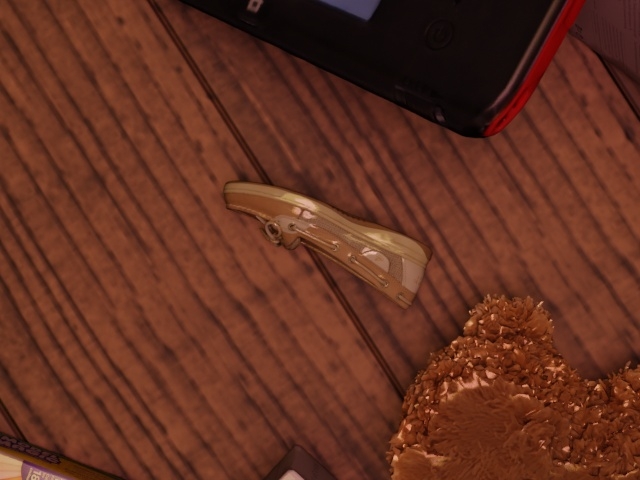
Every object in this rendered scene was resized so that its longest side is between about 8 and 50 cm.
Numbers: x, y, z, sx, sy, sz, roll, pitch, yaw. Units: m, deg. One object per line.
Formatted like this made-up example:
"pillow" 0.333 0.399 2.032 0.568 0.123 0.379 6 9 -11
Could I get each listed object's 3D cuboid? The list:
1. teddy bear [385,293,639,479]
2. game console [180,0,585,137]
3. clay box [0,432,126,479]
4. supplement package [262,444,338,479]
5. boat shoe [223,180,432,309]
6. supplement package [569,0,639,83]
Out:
"teddy bear" 0.199 0.180 0.821 0.337 0.113 0.245 16 98 -6
"game console" 0.041 -0.276 0.735 0.386 0.060 0.342 31 90 37
"clay box" -0.231 0.205 0.845 0.222 0.053 0.128 21 91 0
"supplement package" -0.041 0.244 0.816 0.105 0.105 0.179 42 90 0
"boat shoe" 0.000 0.000 0.839 0.153 0.056 0.048 21 86 -6
"supplement package" 0.271 -0.157 0.737 0.203 0.194 0.149 41 92 18
